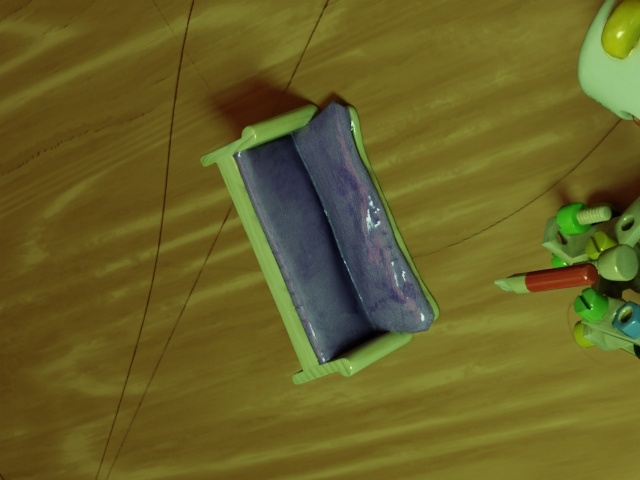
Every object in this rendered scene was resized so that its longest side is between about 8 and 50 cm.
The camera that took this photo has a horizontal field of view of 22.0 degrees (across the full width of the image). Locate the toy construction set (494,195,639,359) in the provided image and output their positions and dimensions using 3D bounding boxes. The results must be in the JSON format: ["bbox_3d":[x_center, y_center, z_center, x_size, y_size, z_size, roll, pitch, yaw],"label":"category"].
[{"bbox_3d":[0.325,0.043,1.926,0.237,0.309,0.257,-11,77,50],"label":"toy construction set"}]

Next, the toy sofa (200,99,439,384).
[{"bbox_3d":[0.000,0.000,2.256,0.177,0.150,0.363,-21,92,42],"label":"toy sofa"}]

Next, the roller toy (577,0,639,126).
[{"bbox_3d":[0.383,-0.218,1.840,0.146,0.209,0.191,36,145,25],"label":"roller toy"}]
